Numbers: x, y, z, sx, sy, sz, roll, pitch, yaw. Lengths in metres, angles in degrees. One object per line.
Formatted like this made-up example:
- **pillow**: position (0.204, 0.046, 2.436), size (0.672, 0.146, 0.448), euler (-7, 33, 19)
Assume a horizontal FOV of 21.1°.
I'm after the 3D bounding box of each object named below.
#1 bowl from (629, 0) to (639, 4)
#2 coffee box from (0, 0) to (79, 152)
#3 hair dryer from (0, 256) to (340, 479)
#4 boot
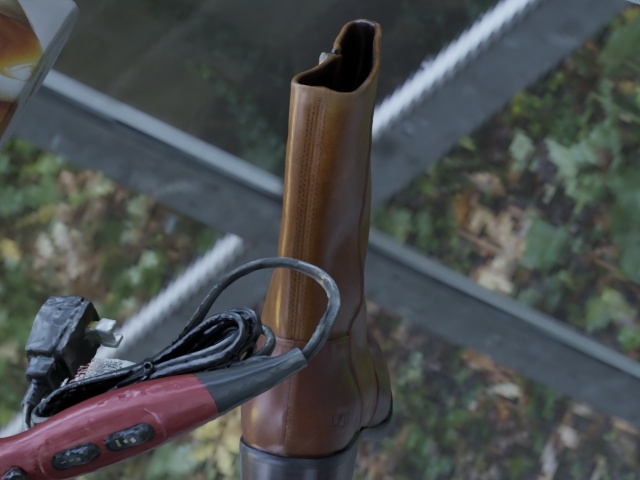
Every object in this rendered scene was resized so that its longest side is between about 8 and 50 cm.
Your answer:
- **bowl**: position (0.389, -0.384, 1.919), size (0.311, 0.311, 0.163), euler (-44, 22, 34)
- **coffee box**: position (-0.187, -0.017, 0.533), size (0.098, 0.141, 0.246), euler (-51, 14, 37)
- **hair dryer**: position (-0.141, 0.093, 0.828), size (0.224, 0.080, 0.293), euler (-13, 28, 41)
- **boot**: position (0.000, 0.000, 1.077), size (0.264, 0.096, 0.280), euler (-47, -37, -68)
